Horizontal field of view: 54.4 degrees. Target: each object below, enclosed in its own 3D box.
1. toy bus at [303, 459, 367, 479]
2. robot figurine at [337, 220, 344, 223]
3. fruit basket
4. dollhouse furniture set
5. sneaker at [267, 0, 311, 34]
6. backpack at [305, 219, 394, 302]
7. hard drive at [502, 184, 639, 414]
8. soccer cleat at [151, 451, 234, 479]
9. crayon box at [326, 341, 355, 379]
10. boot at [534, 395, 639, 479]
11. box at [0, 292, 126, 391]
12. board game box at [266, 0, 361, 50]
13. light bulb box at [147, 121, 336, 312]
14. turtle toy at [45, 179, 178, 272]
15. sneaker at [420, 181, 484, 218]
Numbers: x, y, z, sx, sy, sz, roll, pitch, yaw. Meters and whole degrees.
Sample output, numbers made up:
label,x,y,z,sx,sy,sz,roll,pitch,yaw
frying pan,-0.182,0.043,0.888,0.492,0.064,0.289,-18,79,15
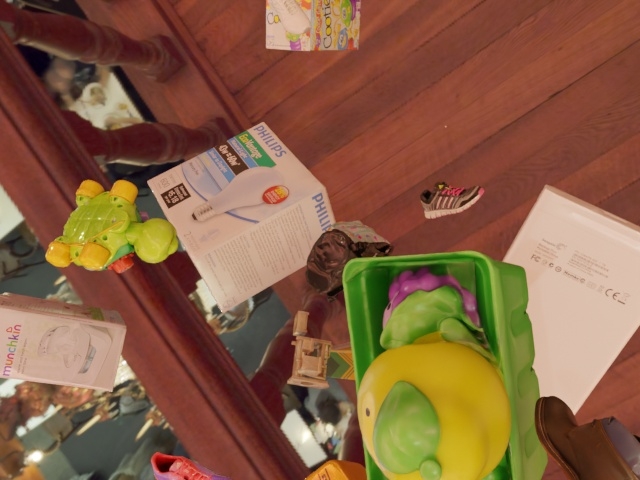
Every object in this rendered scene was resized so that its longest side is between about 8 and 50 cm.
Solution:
label,x,y,z,sx,sy,sz,roll,pitch,yaw
toy bus,0.090,0.590,1.201,0.130,0.108,0.332,-42,49,15
robot figurine,0.000,0.000,1.866,0.211,0.291,0.085,-11,94,10
fruit basket,0.135,0.200,0.790,0.283,0.392,0.392,-5,101,45
dollhouse furniture set,-0.006,0.254,1.532,0.101,0.161,0.182,12,63,-12
sneaker,-0.073,-0.502,1.340,0.054,0.061,0.152,-34,67,-9
backpack,0.062,0.027,1.245,0.115,0.182,0.152,47,123,24
hard drive,0.400,0.112,1.045,0.233,0.047,0.353,27,116,11
soccer cleat,-0.373,0.691,1.805,0.318,0.108,0.116,-3,120,39
crayon box,0.156,0.312,1.659,0.202,0.318,0.081,-7,85,-28
boot,0.312,0.230,0.687,0.082,0.219,0.106,39,112,-15
box,-0.503,0.182,1.178,0.231,0.262,0.126,12,86,-22
board game box,-0.016,-0.597,1.710,0.144,0.275,0.142,13,111,28
light bulb box,-0.198,-0.072,1.628,0.361,0.358,0.225,-30,138,-12
turtle toy,-0.200,-0.006,0.613,0.130,0.066,0.095,3,63,30
sneaker,0.296,-0.104,1.441,0.170,0.063,0.075,-17,109,50
